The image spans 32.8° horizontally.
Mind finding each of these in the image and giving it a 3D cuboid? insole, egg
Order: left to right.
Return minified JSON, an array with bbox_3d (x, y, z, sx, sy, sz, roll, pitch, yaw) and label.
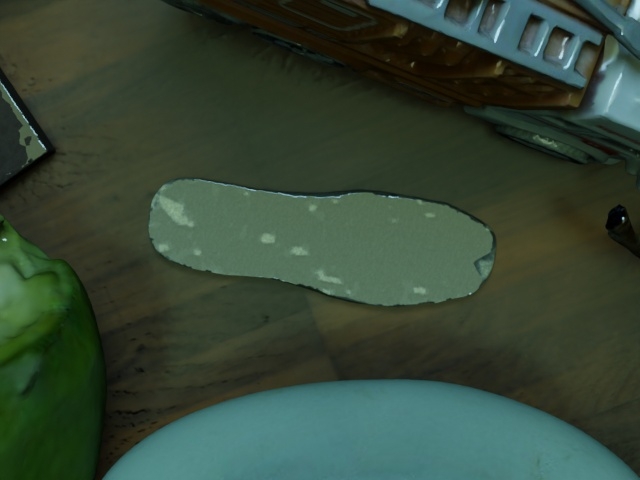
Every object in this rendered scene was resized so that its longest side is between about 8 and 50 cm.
[{"bbox_3d":[0.000,0.000,0.772,0.247,0.011,0.081,8,94,2],"label":"insole"},{"bbox_3d":[0.033,0.201,0.678,0.370,0.230,0.230,3,95,8],"label":"egg"}]

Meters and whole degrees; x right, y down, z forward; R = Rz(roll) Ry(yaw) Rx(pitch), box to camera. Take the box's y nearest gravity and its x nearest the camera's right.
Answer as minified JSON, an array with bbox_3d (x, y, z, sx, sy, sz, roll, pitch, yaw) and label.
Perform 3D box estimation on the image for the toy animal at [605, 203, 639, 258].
[{"bbox_3d":[0.323,0.010,0.613,0.259,0.243,0.087,19,76,-18],"label":"toy animal"}]

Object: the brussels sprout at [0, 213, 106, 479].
[{"bbox_3d":[-0.315,0.119,0.640,0.371,0.276,0.315,13,110,-41],"label":"brussels sprout"}]

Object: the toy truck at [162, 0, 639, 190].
[{"bbox_3d":[0.083,-0.158,0.610,0.387,0.207,0.173,18,96,-23],"label":"toy truck"}]

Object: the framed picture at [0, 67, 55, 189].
[{"bbox_3d":[-0.288,-0.098,0.774,0.128,0.023,0.168,-34,92,6],"label":"framed picture"}]
